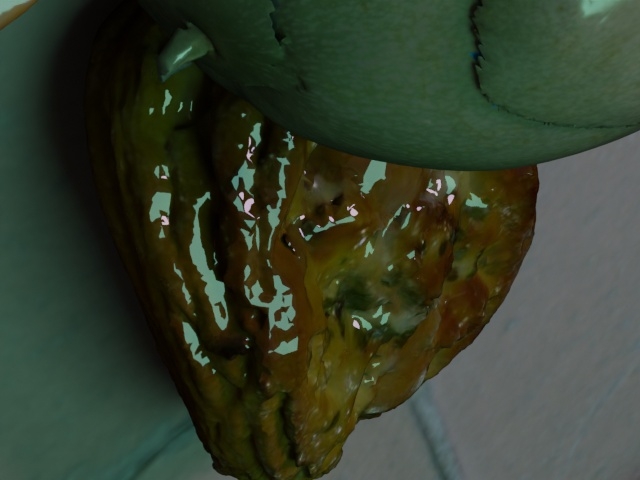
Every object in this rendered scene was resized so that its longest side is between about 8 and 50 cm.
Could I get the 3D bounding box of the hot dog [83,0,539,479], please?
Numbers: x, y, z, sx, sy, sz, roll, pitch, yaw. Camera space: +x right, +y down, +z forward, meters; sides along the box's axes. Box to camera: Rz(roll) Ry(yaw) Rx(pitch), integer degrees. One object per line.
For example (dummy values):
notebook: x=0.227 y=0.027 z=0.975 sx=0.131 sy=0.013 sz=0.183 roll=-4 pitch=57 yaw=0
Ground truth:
hot dog: x=0.000 y=0.000 z=0.794 sx=0.196 sy=0.122 sz=0.272 roll=-40 pitch=139 yaw=-25

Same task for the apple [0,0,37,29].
apple: x=-0.142 y=-0.212 z=0.364 sx=0.365 sy=0.295 sz=0.329 roll=-47 pitch=168 yaw=-11

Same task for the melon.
melon: x=0.056 y=-0.167 z=0.597 sx=0.330 sy=0.268 sz=0.268 roll=-54 pitch=144 yaw=-22
